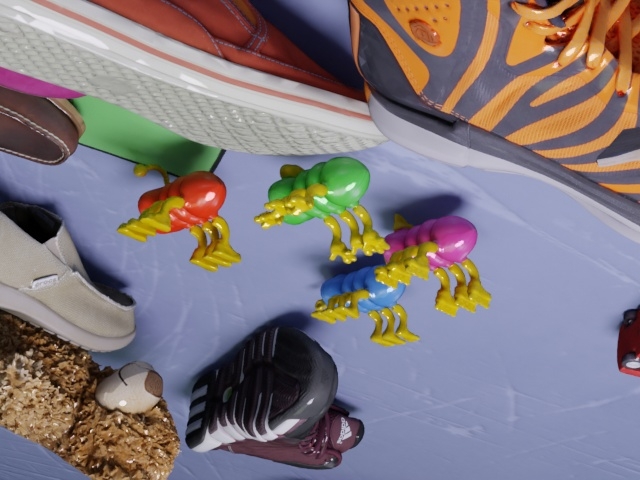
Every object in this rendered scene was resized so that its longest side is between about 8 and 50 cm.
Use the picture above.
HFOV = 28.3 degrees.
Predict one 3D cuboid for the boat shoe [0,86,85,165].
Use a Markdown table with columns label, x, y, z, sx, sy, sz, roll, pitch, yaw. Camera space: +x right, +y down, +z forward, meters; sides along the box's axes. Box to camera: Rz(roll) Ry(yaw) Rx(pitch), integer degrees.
| label | x | y | z | sx | sy | sz | roll | pitch | yaw |
| --- | --- | --- | --- | --- | --- | --- | --- | --- | --- |
| boat shoe | -0.265 | -0.100 | 0.876 | 0.207 | 0.073 | 0.073 | 27 | 144 | -20 |

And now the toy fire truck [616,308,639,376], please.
| label | x | y | z | sx | sy | sz | roll | pitch | yaw |
| --- | --- | --- | --- | --- | --- | --- | --- | --- | --- |
| toy fire truck | 0.327 | 0.065 | 0.983 | 0.135 | 0.047 | 0.192 | 14 | 150 | -7 |

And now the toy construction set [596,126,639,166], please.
| label | x | y | z | sx | sy | sz | roll | pitch | yaw |
| --- | --- | --- | --- | --- | --- | --- | --- | --- | --- |
| toy construction set | 0.144 | -0.153 | 0.456 | 0.237 | 0.309 | 0.257 | -12 | 135 | 42 |

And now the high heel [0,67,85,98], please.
| label | x | y | z | sx | sy | sz | roll | pitch | yaw |
| --- | --- | --- | --- | --- | --- | --- | --- | --- | --- |
| high heel | -0.206 | -0.174 | 0.735 | 0.244 | 0.082 | 0.117 | 45 | 148 | -24 |

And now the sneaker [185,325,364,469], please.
| label | x | y | z | sx | sy | sz | roll | pitch | yaw |
| --- | --- | --- | --- | --- | --- | --- | --- | --- | --- |
| sneaker | -0.011 | 0.162 | 1.230 | 0.162 | 0.106 | 0.281 | 18 | 159 | -22 |

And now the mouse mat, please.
| label | x | y | z | sx | sy | sz | roll | pitch | yaw |
| --- | --- | --- | --- | --- | --- | --- | --- | --- | --- |
| mouse mat | -0.151 | -0.104 | 0.905 | 0.189 | 0.007 | 0.152 | 18 | 149 | -13 |

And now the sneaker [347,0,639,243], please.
| label | x | y | z | sx | sy | sz | roll | pitch | yaw |
| --- | --- | --- | --- | --- | --- | --- | --- | --- | --- |
| sneaker | 0.153 | -0.099 | 0.656 | 0.321 | 0.124 | 0.180 | 13 | 150 | 20 |

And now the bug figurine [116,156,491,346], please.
| label | x | y | z | sx | sy | sz | roll | pitch | yaw |
| --- | --- | --- | --- | --- | --- | --- | --- | --- | --- |
| bug figurine | 0.000 | 0.000 | 0.954 | 0.279 | 0.072 | 0.216 | 27 | 153 | -37 |

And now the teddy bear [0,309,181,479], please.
| label | x | y | z | sx | sy | sz | roll | pitch | yaw |
| --- | --- | --- | --- | --- | --- | --- | --- | --- | --- |
| teddy bear | -0.270 | 0.109 | 1.150 | 0.338 | 0.113 | 0.245 | 28 | 171 | 18 |

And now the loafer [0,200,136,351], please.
| label | x | y | z | sx | sy | sz | roll | pitch | yaw |
| --- | --- | --- | --- | --- | --- | --- | --- | --- | --- |
| loafer | -0.238 | 0.021 | 1.063 | 0.102 | 0.092 | 0.268 | 25 | 176 | 34 |

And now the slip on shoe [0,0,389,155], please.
| label | x | y | z | sx | sy | sz | roll | pitch | yaw |
| --- | --- | --- | --- | --- | --- | --- | --- | --- | --- |
| slip on shoe | -0.078 | -0.123 | 0.757 | 0.331 | 0.101 | 0.123 | 19 | 164 | -38 |
